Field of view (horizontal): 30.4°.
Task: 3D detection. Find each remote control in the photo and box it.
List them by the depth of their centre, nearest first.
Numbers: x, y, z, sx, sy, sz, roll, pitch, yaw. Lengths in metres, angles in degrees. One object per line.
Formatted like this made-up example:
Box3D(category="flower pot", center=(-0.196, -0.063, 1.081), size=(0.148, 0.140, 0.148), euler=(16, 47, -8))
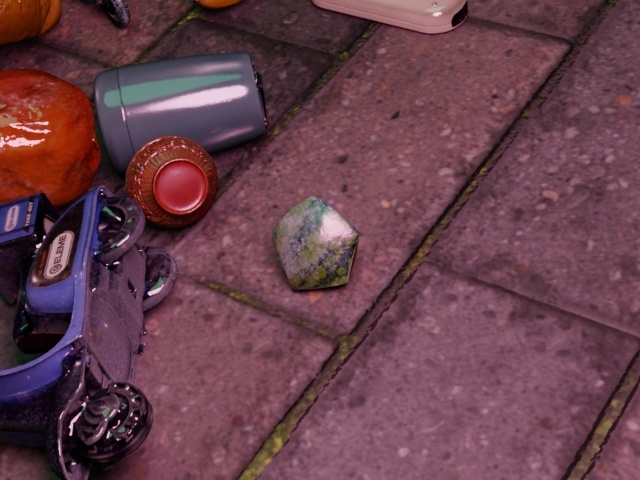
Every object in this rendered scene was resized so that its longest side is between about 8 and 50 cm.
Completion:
Box3D(category="remote control", center=(0.081, -0.310, 1.478), size=(0.221, 0.042, 0.078), euler=(19, 53, 29))

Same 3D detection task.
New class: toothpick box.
Box3D(category="toothpick box", center=(-0.154, -0.148, 1.326), size=(0.184, 0.120, 0.120), euler=(-11, 45, -3))

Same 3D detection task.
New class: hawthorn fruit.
Box3D(category="hawthorn fruit", center=(-0.329, -0.101, 1.285), size=(0.174, 0.173, 0.179), euler=(15, 42, 26))

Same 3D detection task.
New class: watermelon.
Box3D(category="watermelon", center=(-0.005, 0.001, 1.179), size=(0.085, 0.092, 0.072), euler=(-6, 6, -4))

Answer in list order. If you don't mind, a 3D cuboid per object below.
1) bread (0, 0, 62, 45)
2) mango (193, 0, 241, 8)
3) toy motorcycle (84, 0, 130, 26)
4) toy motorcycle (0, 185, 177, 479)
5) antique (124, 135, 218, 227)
Box3D(category="bread", center=(-0.513, -0.318, 1.470), size=(0.328, 0.147, 0.337), euler=(2, 17, 15))
Box3D(category="mango", center=(-0.109, -0.368, 1.555), size=(0.098, 0.075, 0.190), euler=(16, 53, 32))
Box3D(category="toy motorcycle", center=(-0.339, -0.410, 1.589), size=(0.113, 0.168, 0.315), euler=(-30, 47, -14))
Box3D(category="toy motorcycle", center=(-0.253, 0.091, 1.121), size=(0.213, 0.125, 0.358), euler=(-16, 42, 11))
Box3D(category="antique", center=(-0.159, -0.062, 1.257), size=(0.104, 0.104, 0.104), euler=(-7, 45, 7))
